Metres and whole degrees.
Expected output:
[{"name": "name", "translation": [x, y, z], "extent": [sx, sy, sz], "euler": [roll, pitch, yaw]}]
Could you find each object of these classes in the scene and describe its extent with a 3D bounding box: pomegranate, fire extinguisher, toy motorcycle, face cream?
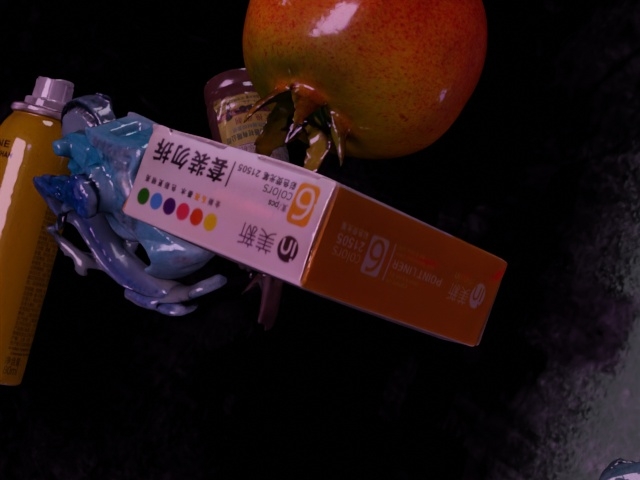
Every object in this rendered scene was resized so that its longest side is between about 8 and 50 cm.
[{"name": "pomegranate", "translation": [0.030, -0.165, 1.216], "extent": [0.221, 0.221, 0.257], "euler": [16, 57, 40]}, {"name": "fire extinguisher", "translation": [-0.060, -0.040, 1.374], "extent": [0.075, 0.106, 0.252], "euler": [-10, 68, -5]}, {"name": "toy motorcycle", "translation": [-0.185, -0.036, 1.406], "extent": [0.260, 0.154, 0.206], "euler": [26, 125, 42]}, {"name": "face cream", "translation": [-0.345, -0.016, 1.559], "extent": [0.105, 0.105, 0.349], "euler": [13, 86, 40]}]

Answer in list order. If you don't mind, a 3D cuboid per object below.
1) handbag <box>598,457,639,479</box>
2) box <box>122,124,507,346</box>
[{"name": "handbag", "translation": [0.319, 0.279, 0.951], "extent": [0.268, 0.100, 0.274], "euler": [-6, 74, 37]}, {"name": "box", "translation": [0.000, 0.000, 1.174], "extent": [0.220, 0.274, 0.091], "euler": [20, 88, 38]}]
